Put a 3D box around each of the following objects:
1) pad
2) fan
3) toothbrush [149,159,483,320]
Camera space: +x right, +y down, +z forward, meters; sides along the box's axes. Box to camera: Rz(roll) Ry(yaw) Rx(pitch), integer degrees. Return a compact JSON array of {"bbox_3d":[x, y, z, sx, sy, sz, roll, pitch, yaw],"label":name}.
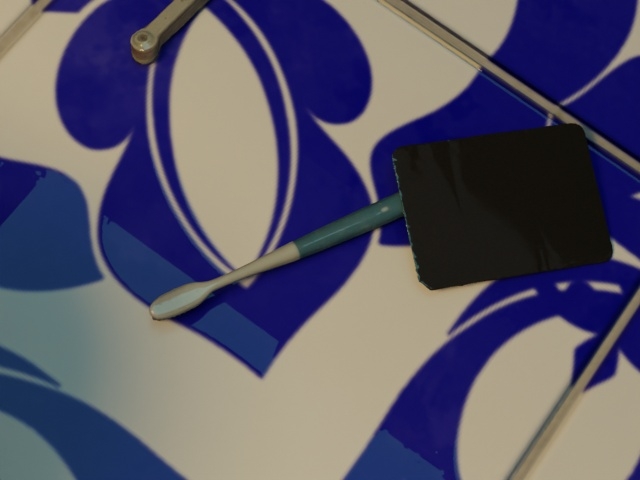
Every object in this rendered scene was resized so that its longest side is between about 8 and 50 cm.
[{"bbox_3d":[0.137,-0.027,1.041,0.157,0.003,0.112,-8,78,-14],"label":"pad"},{"bbox_3d":[-0.056,-0.240,1.103,0.057,0.023,0.282,41,69,8],"label":"fan"},{"bbox_3d":[0.000,0.000,1.021,0.275,0.025,0.019,-24,79,-16],"label":"toothbrush"}]
